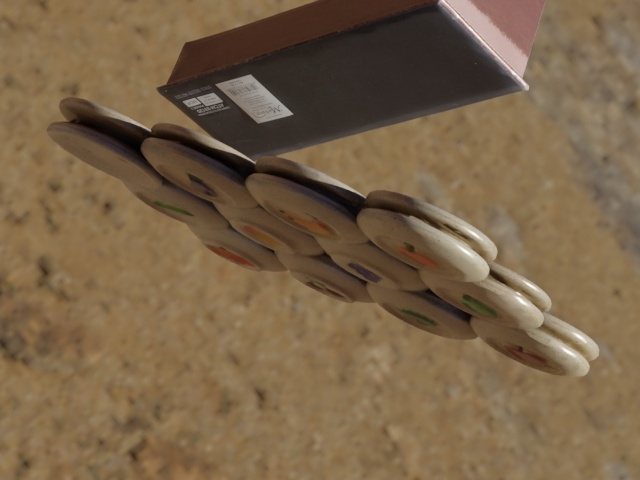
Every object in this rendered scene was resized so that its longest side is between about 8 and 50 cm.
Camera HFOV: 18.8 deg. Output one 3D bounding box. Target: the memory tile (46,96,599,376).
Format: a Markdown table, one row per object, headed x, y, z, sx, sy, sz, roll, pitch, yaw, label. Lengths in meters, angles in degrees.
| x | y | z | sx | sy | sz | roll | pitch | yaw | label |
| --- | --- | --- | --- | --- | --- | --- | --- | --- | --- |
| 0.000 | 0.000 | 0.553 | 0.113 | 0.148 | 0.012 | 41 | 72 | -54 | memory tile |

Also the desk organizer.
| x | y | z | sx | sy | sz | roll | pitch | yaw | label |
| --- | --- | --- | --- | --- | --- | --- | --- | --- | --- |
| 0.011 | -0.069 | 0.646 | 0.047 | 0.130 | 0.050 | 40 | 55 | -33 | desk organizer |
